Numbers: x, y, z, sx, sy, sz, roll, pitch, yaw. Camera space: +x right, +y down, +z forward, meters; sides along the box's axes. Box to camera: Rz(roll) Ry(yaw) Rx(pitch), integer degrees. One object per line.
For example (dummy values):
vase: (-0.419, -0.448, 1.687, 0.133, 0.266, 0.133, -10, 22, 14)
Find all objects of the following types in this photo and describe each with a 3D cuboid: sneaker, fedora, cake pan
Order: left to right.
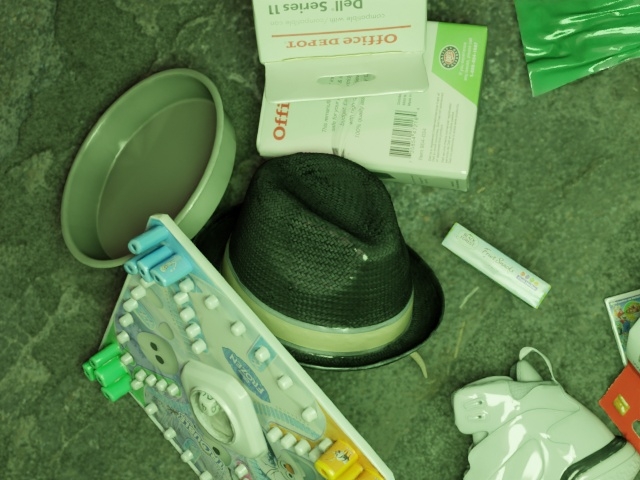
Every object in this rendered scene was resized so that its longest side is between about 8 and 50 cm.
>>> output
cake pan: (-0.225, -0.090, 1.243, 0.293, 0.054, 0.293, -20, 55, 30)
fedora: (0.000, 0.000, 1.124, 0.334, 0.334, 0.152, 15, 127, 10)
sneaker: (0.193, 0.302, 1.169, 0.366, 0.137, 0.210, -36, 79, 1)

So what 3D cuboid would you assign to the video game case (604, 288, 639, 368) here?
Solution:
video game case: (0.424, 0.122, 1.203, 0.087, 0.011, 0.122, -16, 83, 9)

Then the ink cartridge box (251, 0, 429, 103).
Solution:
ink cartridge box: (0.020, -0.330, 1.154, 0.207, 0.119, 0.353, -5, 49, 0)

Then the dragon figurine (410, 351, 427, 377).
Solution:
dragon figurine: (-0.005, 0.116, 1.238, 0.289, 0.144, 0.085, 10, 85, -9)

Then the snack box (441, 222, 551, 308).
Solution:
snack box: (0.224, 0.033, 1.199, 0.141, 0.100, 0.037, 35, 92, 11)

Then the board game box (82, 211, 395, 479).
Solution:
board game box: (-0.128, 0.211, 1.127, 0.390, 0.390, 0.050, 48, 54, 9)

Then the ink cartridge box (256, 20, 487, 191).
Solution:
ink cartridge box: (0.071, -0.184, 1.236, 0.273, 0.115, 0.198, 8, 86, 10)

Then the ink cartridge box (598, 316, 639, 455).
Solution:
ink cartridge box: (0.410, 0.185, 1.082, 0.181, 0.056, 0.224, 59, 138, 38)

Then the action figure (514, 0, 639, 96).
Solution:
action figure: (0.379, -0.271, 1.218, 0.232, 0.063, 0.137, -10, 82, 13)
